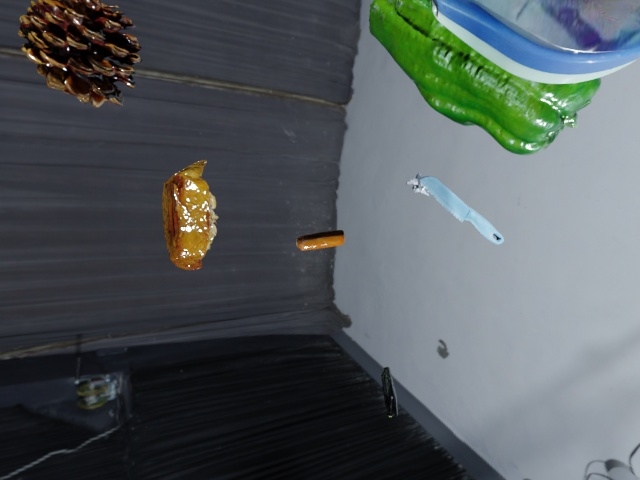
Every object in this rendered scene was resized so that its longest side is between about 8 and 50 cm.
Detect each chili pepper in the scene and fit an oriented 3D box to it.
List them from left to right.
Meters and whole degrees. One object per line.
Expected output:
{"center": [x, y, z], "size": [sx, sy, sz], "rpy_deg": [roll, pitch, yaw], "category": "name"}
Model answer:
{"center": [0.256, -0.290, 0.711], "size": [0.385, 0.213, 0.167], "rpy_deg": [43, 117, 14], "category": "chili pepper"}

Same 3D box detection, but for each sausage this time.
{"center": [0.000, 0.000, 1.120], "size": [0.041, 0.131, 0.039], "rpy_deg": [-109, 11, -59], "category": "sausage"}

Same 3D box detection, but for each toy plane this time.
{"center": [0.254, -0.145, 1.077], "size": [0.083, 0.078, 0.031], "rpy_deg": [-88, 16, -51], "category": "toy plane"}

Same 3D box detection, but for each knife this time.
{"center": [0.330, -0.064, 0.965], "size": [0.044, 0.313, 0.019], "rpy_deg": [-59, 28, -2], "category": "knife"}

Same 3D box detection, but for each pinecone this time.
{"center": [-0.456, -0.385, 0.819], "size": [0.221, 0.221, 0.221], "rpy_deg": [7, 97, 62], "category": "pinecone"}

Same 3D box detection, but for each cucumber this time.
{"center": [0.186, 0.407, 1.130], "size": [0.135, 0.033, 0.034], "rpy_deg": [-95, 4, -49], "category": "cucumber"}

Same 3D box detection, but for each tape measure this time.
{"center": [0.274, -0.309, 0.436], "size": [0.259, 0.262, 0.138], "rpy_deg": [-54, 0, 14], "category": "tape measure"}

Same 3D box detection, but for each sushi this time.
{"center": [-0.146, -0.029, 0.476], "size": [0.052, 0.055, 0.120], "rpy_deg": [-22, 74, 53], "category": "sushi"}
